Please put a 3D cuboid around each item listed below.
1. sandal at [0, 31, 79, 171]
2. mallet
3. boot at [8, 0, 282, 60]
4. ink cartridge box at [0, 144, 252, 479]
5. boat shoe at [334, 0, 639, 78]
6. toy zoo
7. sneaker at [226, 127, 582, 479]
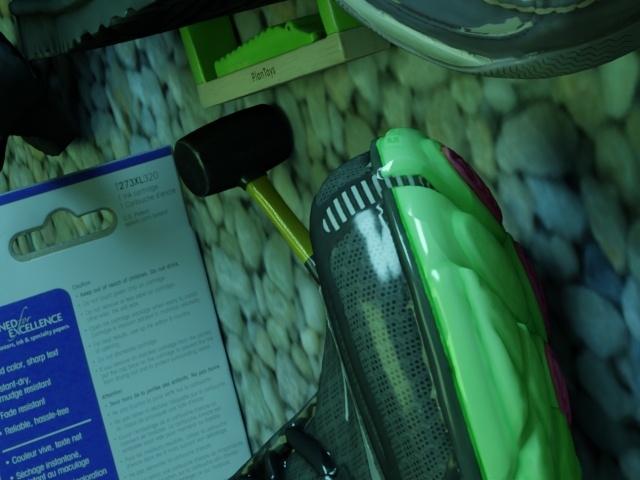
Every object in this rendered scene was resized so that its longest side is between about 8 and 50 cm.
[{"bbox_3d":[-0.252,-0.106,1.187,0.167,0.107,0.446,47,177,-2],"label":"sandal"},{"bbox_3d":[0.000,0.000,1.017,0.189,0.062,0.039,46,149,16],"label":"mallet"},{"bbox_3d":[-0.112,-0.226,0.891,0.348,0.131,0.260,3,110,63],"label":"boot"},{"bbox_3d":[-0.139,0.136,1.211,0.069,0.176,0.371,12,118,62],"label":"ink cartridge box"},{"bbox_3d":[0.011,-0.207,0.701,0.355,0.132,0.130,55,169,30],"label":"boat shoe"},{"bbox_3d":[-0.057,-0.224,0.975,0.192,0.030,0.293,-10,98,64],"label":"toy zoo"},{"bbox_3d":[0.011,0.170,0.870,0.185,0.202,0.482,-92,4,-55],"label":"sneaker"}]
